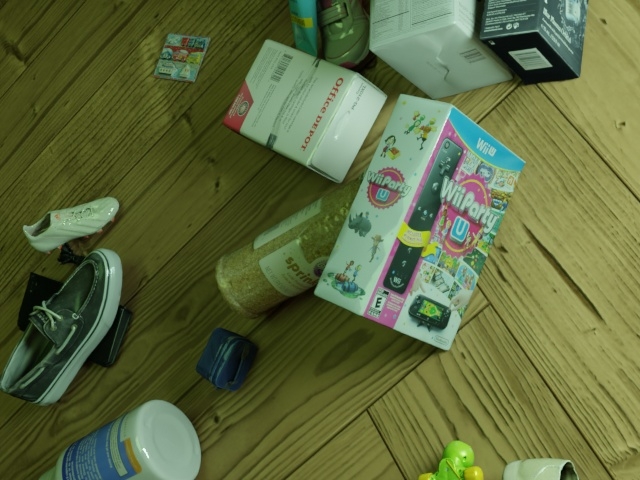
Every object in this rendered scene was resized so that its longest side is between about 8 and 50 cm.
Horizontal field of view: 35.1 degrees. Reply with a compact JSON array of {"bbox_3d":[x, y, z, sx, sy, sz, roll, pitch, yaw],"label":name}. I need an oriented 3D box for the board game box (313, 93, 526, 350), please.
[{"bbox_3d":[0.146,-0.020,1.424,0.097,0.224,0.303,20,86,41],"label":"board game box"}]

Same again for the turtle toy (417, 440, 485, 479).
[{"bbox_3d":[0.185,0.333,1.363,0.095,0.066,0.130,-16,64,30],"label":"turtle toy"}]

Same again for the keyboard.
[{"bbox_3d":[-0.475,0.115,1.977,0.317,0.033,0.202,15,88,39],"label":"keyboard"}]

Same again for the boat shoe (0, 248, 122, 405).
[{"bbox_3d":[-0.480,0.162,1.871,0.121,0.119,0.335,35,100,39],"label":"boat shoe"}]

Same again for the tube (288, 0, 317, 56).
[{"bbox_3d":[-0.032,-0.417,1.699,0.080,0.052,0.207,-133,33,-57],"label":"tube"}]

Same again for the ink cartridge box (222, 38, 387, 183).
[{"bbox_3d":[-0.029,-0.220,1.716,0.237,0.100,0.172,29,92,42],"label":"ink cartridge box"}]

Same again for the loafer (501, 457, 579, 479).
[{"bbox_3d":[0.300,0.383,1.233,0.092,0.102,0.269,-35,54,29],"label":"loafer"}]

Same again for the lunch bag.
[{"bbox_3d":[-0.154,0.201,1.673,0.065,0.067,0.098,23,89,41],"label":"lunch bag"}]

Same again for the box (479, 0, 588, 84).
[{"bbox_3d":[0.312,-0.331,1.459,0.093,0.156,0.158,-2,72,36],"label":"box"}]

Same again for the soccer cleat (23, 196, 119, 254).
[{"bbox_3d":[-0.490,-0.037,1.990,0.196,0.076,0.068,-26,45,8],"label":"soccer cleat"}]

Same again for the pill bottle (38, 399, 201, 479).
[{"bbox_3d":[-0.345,0.386,1.695,0.272,0.152,0.152,-30,57,25],"label":"pill bottle"}]

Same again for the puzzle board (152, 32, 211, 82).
[{"bbox_3d":[-0.279,-0.366,2.022,0.128,0.011,0.096,15,82,41],"label":"puzzle board"}]

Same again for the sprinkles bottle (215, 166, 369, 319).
[{"bbox_3d":[0.000,0.000,1.597,0.355,0.121,0.121,-30,57,26],"label":"sprinkles bottle"}]

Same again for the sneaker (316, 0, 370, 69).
[{"bbox_3d":[0.022,-0.408,1.740,0.103,0.111,0.252,-21,61,30],"label":"sneaker"}]

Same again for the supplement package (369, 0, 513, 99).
[{"bbox_3d":[0.187,-0.357,1.540,0.149,0.194,0.203,-10,68,34],"label":"supplement package"}]
